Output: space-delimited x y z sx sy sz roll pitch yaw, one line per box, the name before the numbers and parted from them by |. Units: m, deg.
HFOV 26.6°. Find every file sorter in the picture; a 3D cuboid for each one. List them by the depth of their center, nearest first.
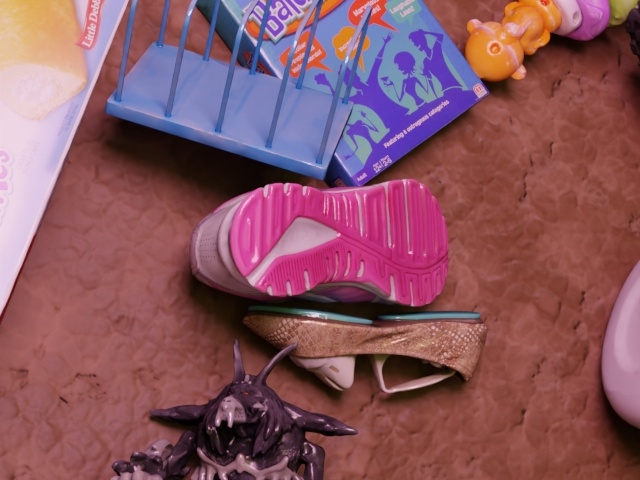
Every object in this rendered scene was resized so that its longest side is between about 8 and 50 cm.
file sorter | -0.056 -0.138 1.016 0.170 0.104 0.118 18 33 2

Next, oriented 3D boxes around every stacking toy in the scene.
stacking toy | 0.238 -0.242 1.207 0.302 0.166 0.175 -44 91 -14

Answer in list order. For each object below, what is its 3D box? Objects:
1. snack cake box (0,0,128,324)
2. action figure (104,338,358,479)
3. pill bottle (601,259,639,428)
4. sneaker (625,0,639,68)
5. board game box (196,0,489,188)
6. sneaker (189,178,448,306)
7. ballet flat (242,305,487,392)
snack cake box | -0.229 -0.058 0.965 0.089 0.152 0.264 22 69 -12
action figure | -0.063 0.199 0.960 0.164 0.141 0.276 3 77 9
pill bottle | 0.413 0.121 1.144 0.323 0.181 0.182 23 69 -14
sneaker | 0.368 -0.113 1.194 0.108 0.100 0.272 -34 115 -21
board game box | 0.020 -0.163 1.144 0.160 0.047 0.210 -37 90 -24
sneaker | 0.000 0.000 1.065 0.252 0.111 0.103 7 83 -43
ballet flat | 0.038 0.087 1.075 0.206 0.073 0.067 3 89 -16
